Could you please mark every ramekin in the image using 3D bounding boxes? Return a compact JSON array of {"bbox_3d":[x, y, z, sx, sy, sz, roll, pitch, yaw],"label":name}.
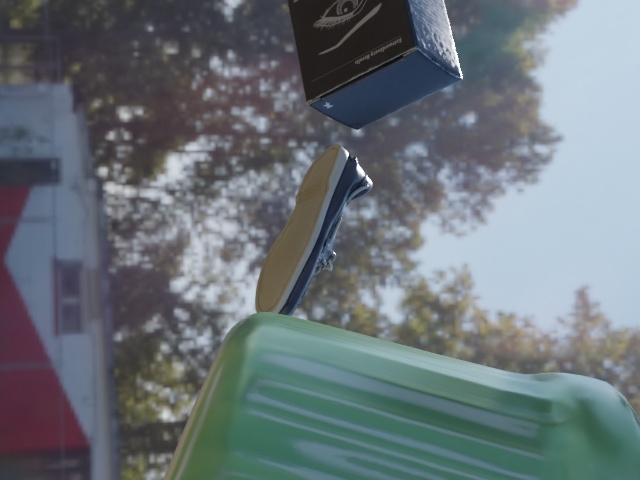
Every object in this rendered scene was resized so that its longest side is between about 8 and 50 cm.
[{"bbox_3d":[-0.006,0.174,0.431,0.303,0.148,0.304,-161,-90,-90],"label":"ramekin"}]

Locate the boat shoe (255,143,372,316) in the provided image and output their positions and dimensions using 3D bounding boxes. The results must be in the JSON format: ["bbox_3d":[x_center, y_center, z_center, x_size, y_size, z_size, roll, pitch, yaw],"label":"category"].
[{"bbox_3d":[0.000,0.000,1.127,0.075,0.065,0.206,-21,-141,48],"label":"boat shoe"}]

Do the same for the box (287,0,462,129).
[{"bbox_3d":[0.056,-0.256,1.322,0.153,0.108,0.207,-22,-114,30],"label":"box"}]
